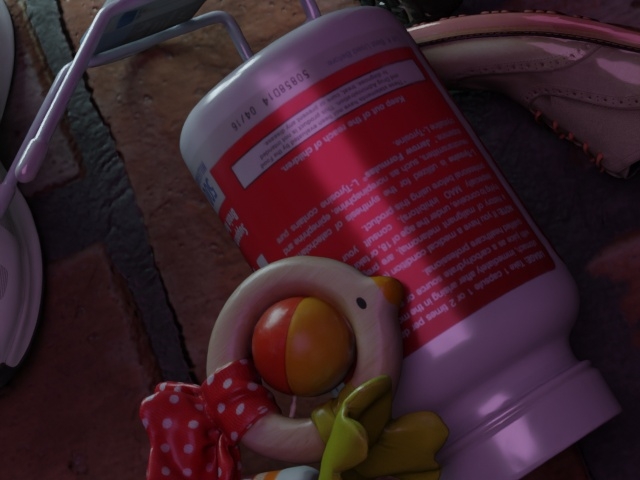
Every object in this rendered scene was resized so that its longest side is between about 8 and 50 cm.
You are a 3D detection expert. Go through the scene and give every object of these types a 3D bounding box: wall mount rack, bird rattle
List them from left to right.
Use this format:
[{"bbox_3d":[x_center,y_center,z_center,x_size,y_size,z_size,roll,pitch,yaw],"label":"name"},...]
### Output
[{"bbox_3d":[-0.170,-0.146,1.498,0.304,0.350,0.130,-25,89,-20],"label":"wall mount rack"},{"bbox_3d":[-0.021,0.116,1.322,0.254,0.143,0.206,3,76,35],"label":"bird rattle"}]

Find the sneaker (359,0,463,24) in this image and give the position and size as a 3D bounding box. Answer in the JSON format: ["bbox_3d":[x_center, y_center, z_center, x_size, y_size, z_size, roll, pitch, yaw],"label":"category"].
[{"bbox_3d":[0.034,-0.337,1.591,0.147,0.130,0.330,-40,63,-2],"label":"sneaker"}]

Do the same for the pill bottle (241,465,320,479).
[{"bbox_3d":[-0.173,0.331,1.434,0.392,0.224,0.224,-11,74,10],"label":"pill bottle"}]

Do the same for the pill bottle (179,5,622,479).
[{"bbox_3d":[0.074,0.022,1.437,0.229,0.229,0.407,-34,79,4],"label":"pill bottle"}]

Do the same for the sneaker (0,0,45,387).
[{"bbox_3d":[-0.390,-0.080,1.570,0.169,0.257,0.447,-11,75,11],"label":"sneaker"}]

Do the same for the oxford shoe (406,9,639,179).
[{"bbox_3d":[0.236,-0.130,1.498,0.397,0.140,0.146,6,97,23],"label":"oxford shoe"}]
